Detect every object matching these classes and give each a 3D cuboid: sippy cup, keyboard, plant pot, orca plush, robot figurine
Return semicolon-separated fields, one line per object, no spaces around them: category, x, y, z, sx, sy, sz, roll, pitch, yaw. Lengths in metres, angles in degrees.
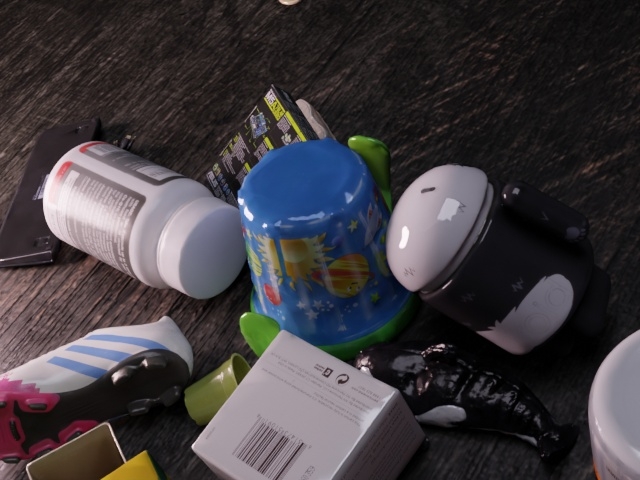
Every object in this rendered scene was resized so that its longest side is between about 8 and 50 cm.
sippy cup;0.000;0.000;1.461;0.240;0.224;0.306;-16;44;3
keyboard;-0.399;-0.084;1.813;0.201;0.033;0.317;-10;45;18
plant pot;-0.125;0.194;1.422;0.079;0.083;0.083;-24;43;11
orca plush;0.154;0.172;1.327;0.151;0.102;0.287;-41;48;-22
robot figurine;0.211;0.024;1.355;0.209;0.278;0.173;-57;11;12
plant pot;-0.265;0.303;1.339;0.109;0.096;0.109;-28;44;-10

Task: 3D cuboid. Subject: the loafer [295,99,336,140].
loafer;-0.010;-0.176;1.777;0.045;0.039;0.125;-50;40;15

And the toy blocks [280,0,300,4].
toy blocks;-0.038;-0.512;2.033;0.123;0.148;0.054;-31;45;-13

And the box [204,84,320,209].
box;-0.079;-0.103;1.649;0.184;0.045;0.191;-50;41;17

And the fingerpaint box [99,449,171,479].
fingerpaint box;-0.264;0.485;1.091;0.444;0.163;0.371;-33;45;-6

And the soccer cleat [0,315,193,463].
soccer cleat;-0.323;0.190;1.476;0.331;0.116;0.143;-16;28;-1

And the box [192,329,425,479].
box;-0.012;0.230;1.296;0.181;0.119;0.182;25;67;36

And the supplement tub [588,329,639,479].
supplement tub;0.353;0.235;1.047;0.193;0.316;0.194;-10;44;10

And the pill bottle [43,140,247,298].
pill bottle;-0.246;-0.027;1.612;0.283;0.161;0.161;24;58;35
